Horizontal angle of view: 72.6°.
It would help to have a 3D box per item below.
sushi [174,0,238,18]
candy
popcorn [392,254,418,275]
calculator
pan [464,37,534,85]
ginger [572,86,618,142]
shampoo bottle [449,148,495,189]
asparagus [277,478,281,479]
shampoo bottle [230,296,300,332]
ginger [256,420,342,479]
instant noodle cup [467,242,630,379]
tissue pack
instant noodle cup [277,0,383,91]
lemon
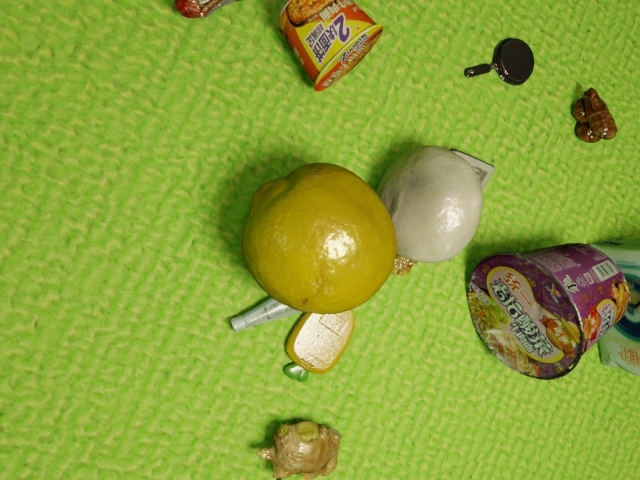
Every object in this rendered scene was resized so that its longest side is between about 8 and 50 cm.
[{"bbox_3d":[-0.199,-0.618,0.988,0.332,0.130,0.124,-37,105,-7],"label":"sushi"},{"bbox_3d":[0.252,-0.093,1.061,0.296,0.185,0.295,-7,75,26],"label":"candy"},{"bbox_3d":[0.213,0.056,1.149,0.082,0.057,0.083,-39,104,-11],"label":"popcorn"},{"bbox_3d":[-0.003,0.253,1.103,0.146,0.032,0.234,36,80,-13],"label":"calculator"},{"bbox_3d":[0.514,-0.500,1.238,0.235,0.028,0.136,-19,96,-15],"label":"pan"},{"bbox_3d":[0.805,-0.364,1.291,0.073,0.103,0.162,-17,86,-19],"label":"ginger"},{"bbox_3d":[0.357,-0.094,1.181,0.153,0.071,0.284,22,88,-12],"label":"shampoo bottle"},{"bbox_3d":[-0.097,0.621,1.093,0.015,0.014,0.114,-11,95,1],"label":"asparagus"},{"bbox_3d":[-0.124,0.172,1.062,0.191,0.041,0.069,-22,102,-14],"label":"shampoo bottle"},{"bbox_3d":[-0.051,0.509,1.061,0.216,0.102,0.157,8,113,-19],"label":"ginger"},{"bbox_3d":[0.602,0.158,1.147,0.266,0.340,0.339,-17,96,-27],"label":"instant noodle cup"},{"bbox_3d":[0.939,0.194,1.240,0.162,0.287,0.387,-11,94,-11],"label":"tissue pack"},{"bbox_3d":[0.013,-0.486,1.016,0.213,0.213,0.174,-40,92,-12],"label":"instant noodle cup"},{"bbox_3d":[0.000,0.000,0.950,0.348,0.348,0.347,0,91,-16],"label":"lemon"}]
